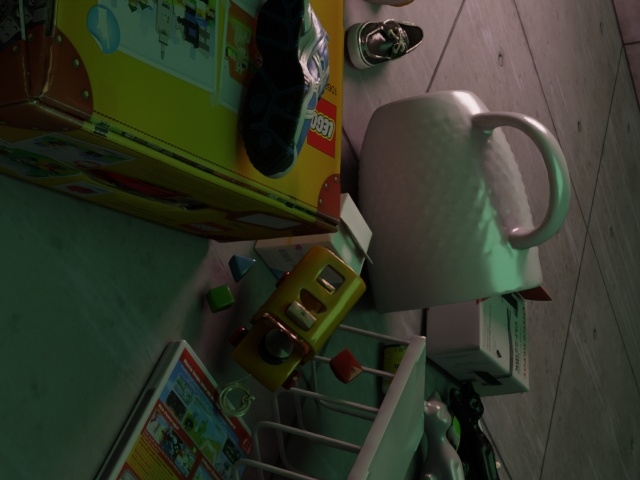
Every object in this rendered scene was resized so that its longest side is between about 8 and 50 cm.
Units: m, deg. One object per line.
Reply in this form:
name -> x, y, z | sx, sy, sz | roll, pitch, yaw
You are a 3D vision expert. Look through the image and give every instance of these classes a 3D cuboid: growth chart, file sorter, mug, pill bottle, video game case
growth chart -> 0.306, 0.412, 1.940 | 0.172, 0.021, 0.237 | -46, 123, -54
file sorter -> 0.018, 0.270, 1.274 | 0.278, 0.173, 0.193 | -58, 152, -46
mug -> 0.229, -0.073, 1.532 | 0.276, 0.374, 0.328 | -8, 87, -43
pill bottle -> 0.137, 0.230, 1.626 | 0.065, 0.065, 0.116 | 30, 61, -55
video game case -> -0.175, 0.288, 1.113 | 0.204, 0.025, 0.285 | 61, 38, -35

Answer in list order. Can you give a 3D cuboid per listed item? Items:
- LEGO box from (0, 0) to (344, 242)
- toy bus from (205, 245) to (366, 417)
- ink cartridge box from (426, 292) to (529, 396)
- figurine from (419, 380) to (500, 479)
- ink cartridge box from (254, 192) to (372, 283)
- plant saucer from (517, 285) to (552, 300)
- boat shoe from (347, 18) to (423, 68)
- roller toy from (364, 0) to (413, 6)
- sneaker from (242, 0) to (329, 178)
LEGO box -> -0.172, -0.228, 1.026 | 0.500, 0.193, 0.373 | 22, 67, -58
toy bus -> -0.033, 0.102, 1.190 | 0.190, 0.104, 0.202 | -3, 70, -20
ink cartridge box -> 0.311, 0.171, 1.877 | 0.273, 0.114, 0.197 | 40, 48, -51
figurine -> 0.245, 0.374, 1.770 | 0.214, 0.092, 0.210 | 0, 81, -55
ink cartridge box -> 0.000, 0.000, 1.342 | 0.092, 0.143, 0.090 | 56, 41, -41
plant saucer -> 0.337, 0.001, 1.916 | 0.259, 0.047, 0.258 | 40, 14, -52
boat shoe -> 0.115, -0.350, 1.672 | 0.219, 0.070, 0.078 | -35, 115, -57
roller toy -> 0.104, -0.482, 1.556 | 0.191, 0.209, 0.146 | 20, 62, -15
sneaker -> -0.025, -0.157, 0.995 | 0.081, 0.080, 0.211 | 36, 56, -49
